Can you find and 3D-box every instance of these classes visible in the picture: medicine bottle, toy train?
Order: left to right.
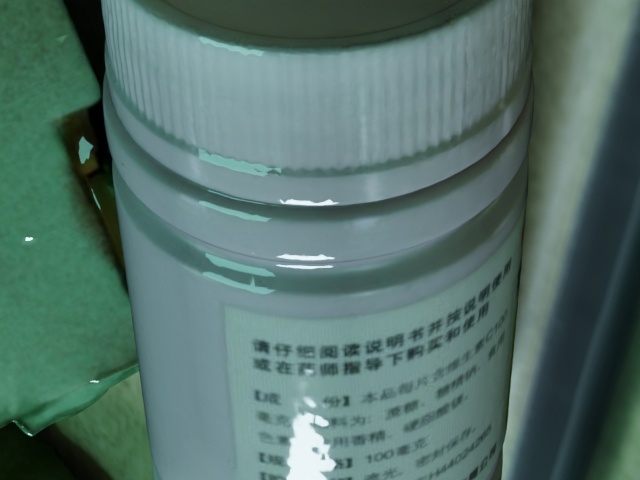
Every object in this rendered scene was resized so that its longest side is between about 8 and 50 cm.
[{"bbox_3d":[-0.152,-0.085,0.636,0.159,0.129,0.326,48,162,61],"label":"toy train"},{"bbox_3d":[0.000,0.000,0.563,0.133,0.133,0.250,28,141,29],"label":"medicine bottle"}]

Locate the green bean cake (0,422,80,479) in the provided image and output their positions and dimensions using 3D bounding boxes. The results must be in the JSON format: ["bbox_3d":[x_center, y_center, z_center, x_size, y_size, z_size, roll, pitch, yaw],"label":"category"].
[{"bbox_3d":[-0.227,0.156,0.994,0.214,0.113,0.200,38,145,17],"label":"green bean cake"}]
